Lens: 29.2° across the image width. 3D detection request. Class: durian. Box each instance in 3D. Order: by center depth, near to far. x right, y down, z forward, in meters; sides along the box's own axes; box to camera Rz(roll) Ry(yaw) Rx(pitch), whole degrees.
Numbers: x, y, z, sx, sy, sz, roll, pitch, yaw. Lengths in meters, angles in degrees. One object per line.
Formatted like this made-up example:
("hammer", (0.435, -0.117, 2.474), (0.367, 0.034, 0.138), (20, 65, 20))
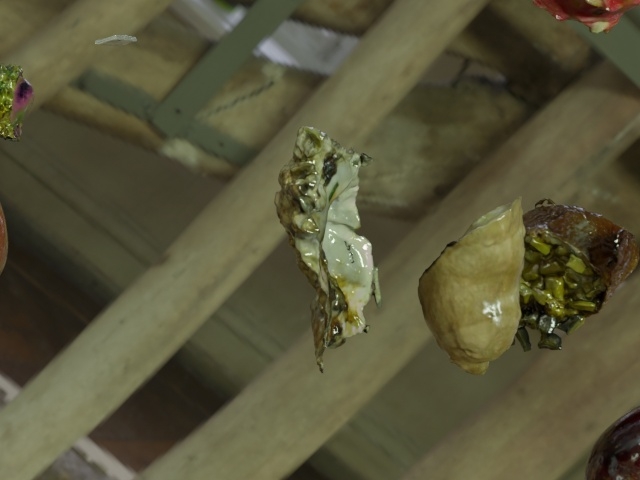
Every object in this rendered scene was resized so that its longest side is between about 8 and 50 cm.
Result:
("durian", (-0.470, -0.207, 1.756), (0.119, 0.108, 0.186), (19, 3, -10))

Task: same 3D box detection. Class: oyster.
("oyster", (-0.002, -0.002, 1.464), (0.107, 0.355, 0.201), (11, 44, 17))

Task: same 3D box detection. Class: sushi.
("sushi", (0.328, 0.046, 1.759), (0.179, 0.296, 0.167), (-38, 118, -40))

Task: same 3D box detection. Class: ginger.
("ginger", (0.168, 0.049, 1.242), (0.115, 0.193, 0.123), (-11, 57, -18))

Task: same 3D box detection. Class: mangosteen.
("mangosteen", (0.447, 0.317, 1.615), (0.215, 0.215, 0.257), (45, -3, 3))

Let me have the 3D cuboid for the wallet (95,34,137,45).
("wallet", (-0.360, -0.353, 2.171), (0.083, 0.044, 0.011), (-17, 95, -69))

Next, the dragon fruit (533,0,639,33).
("dragon fruit", (0.349, -0.375, 1.458), (0.210, 0.268, 0.205), (22, 47, -41))

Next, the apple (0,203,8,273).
("apple", (-0.664, -0.018, 1.858), (0.364, 0.364, 0.364), (39, 19, -16))
